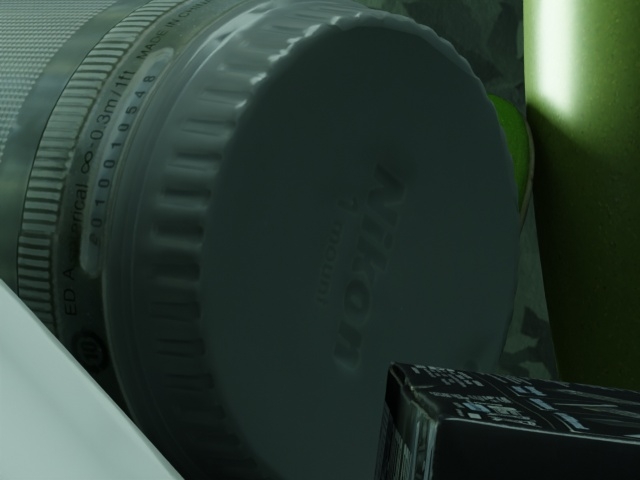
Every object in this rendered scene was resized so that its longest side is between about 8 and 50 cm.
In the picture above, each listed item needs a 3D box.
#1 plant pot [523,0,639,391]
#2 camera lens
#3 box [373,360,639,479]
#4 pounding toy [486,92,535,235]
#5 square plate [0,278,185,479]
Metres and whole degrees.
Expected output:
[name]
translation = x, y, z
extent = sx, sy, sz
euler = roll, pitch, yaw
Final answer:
[plant pot]
translation = 0.221, 0.004, 0.992
extent = 0.275, 0.293, 0.275
euler = 7, -1, 0
[camera lens]
translation = -0.080, -0.002, 0.856
extent = 0.274, 0.219, 0.219
euler = 6, -2, 42
[box]
translation = 0.138, 0.091, 0.571
extent = 0.242, 0.076, 0.307
euler = 8, -1, 0
[pounding toy]
translation = 0.000, 0.000, 1.013
extent = 0.110, 0.183, 0.237
euler = 27, -34, -18
[square plate]
translation = -0.192, -0.028, 0.375
extent = 0.344, 0.049, 0.347
euler = 41, 7, 31
